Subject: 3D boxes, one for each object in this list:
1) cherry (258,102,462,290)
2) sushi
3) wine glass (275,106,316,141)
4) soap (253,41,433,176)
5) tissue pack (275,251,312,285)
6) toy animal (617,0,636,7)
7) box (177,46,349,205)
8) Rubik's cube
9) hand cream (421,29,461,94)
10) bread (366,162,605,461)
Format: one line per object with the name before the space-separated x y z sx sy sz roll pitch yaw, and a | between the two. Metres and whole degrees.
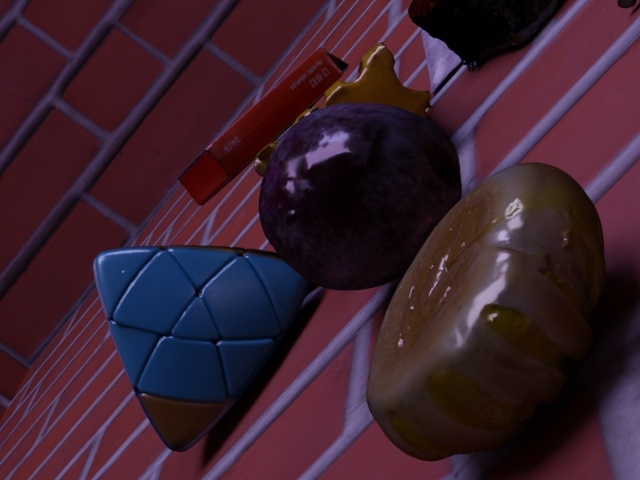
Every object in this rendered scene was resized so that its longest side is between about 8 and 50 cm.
cherry | 0.043 -0.045 1.243 0.195 0.195 0.195 -50 12 15
sushi | 0.194 -0.291 1.513 0.136 0.126 0.225 -58 7 -15
wine glass | -0.009 -0.122 1.808 0.111 0.111 0.204 -50 15 11
soap | 0.030 -0.128 1.541 0.204 0.096 0.324 -42 3 6
tissue pack | 0.000 0.000 1.573 0.156 0.051 0.112 -36 17 55
toy animal | 0.280 -0.314 1.199 0.073 0.217 0.176 -12 57 31
box | -0.070 -0.143 1.636 0.229 0.050 0.123 -45 5 -28
Rubik's cube | -0.167 0.111 1.492 0.254 0.254 0.254 -50 12 15
hand cream | 0.163 -0.251 1.712 0.084 0.053 0.142 -48 28 25
bread | 0.111 0.051 0.861 0.213 0.105 0.213 -52 14 18
